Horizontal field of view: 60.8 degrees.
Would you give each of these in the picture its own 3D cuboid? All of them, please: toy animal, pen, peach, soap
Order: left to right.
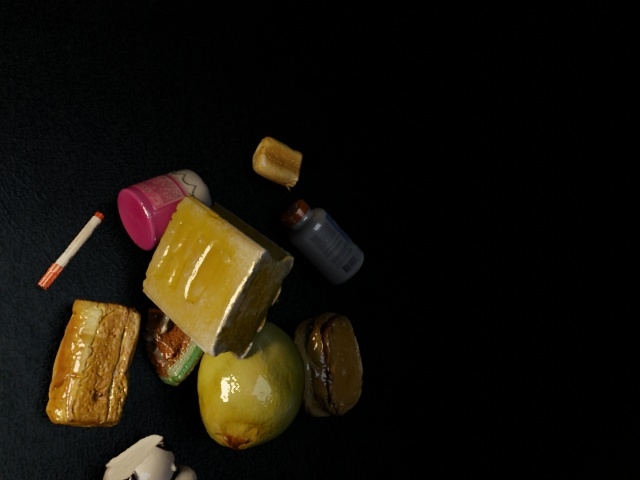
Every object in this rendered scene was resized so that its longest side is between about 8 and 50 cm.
[{"bbox_3d":[-0.622,0.022,1.370,0.028,0.028,0.239,42,56,-23],"label":"pen"},{"bbox_3d":[-0.395,0.608,1.315,0.235,0.165,0.187,56,35,-10],"label":"toy animal"},{"bbox_3d":[-0.261,0.084,1.347,0.156,0.335,0.294,23,99,-54],"label":"soap"},{"bbox_3d":[-0.181,0.379,1.441,0.281,0.316,0.315,5,102,4],"label":"peach"}]

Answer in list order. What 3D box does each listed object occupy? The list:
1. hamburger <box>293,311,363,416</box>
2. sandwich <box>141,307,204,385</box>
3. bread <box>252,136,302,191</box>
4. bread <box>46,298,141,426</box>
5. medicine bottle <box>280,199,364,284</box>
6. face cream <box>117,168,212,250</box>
[{"bbox_3d":[0.018,0.372,1.649,0.284,0.174,0.305,25,55,-72],"label":"hamburger"},{"bbox_3d":[-0.394,0.273,1.438,0.159,0.109,0.185,33,60,-30],"label":"sandwich"},{"bbox_3d":[-0.143,-0.252,1.780,0.173,0.085,0.134,24,68,-33],"label":"bread"},{"bbox_3d":[-0.541,0.291,1.301,0.166,0.132,0.295,18,67,-35],"label":"bread"},{"bbox_3d":[0.000,0.000,1.784,0.289,0.157,0.157,47,55,-20],"label":"medicine bottle"},{"bbox_3d":[-0.415,-0.087,1.465,0.194,0.175,0.175,-30,98,-38],"label":"face cream"}]
